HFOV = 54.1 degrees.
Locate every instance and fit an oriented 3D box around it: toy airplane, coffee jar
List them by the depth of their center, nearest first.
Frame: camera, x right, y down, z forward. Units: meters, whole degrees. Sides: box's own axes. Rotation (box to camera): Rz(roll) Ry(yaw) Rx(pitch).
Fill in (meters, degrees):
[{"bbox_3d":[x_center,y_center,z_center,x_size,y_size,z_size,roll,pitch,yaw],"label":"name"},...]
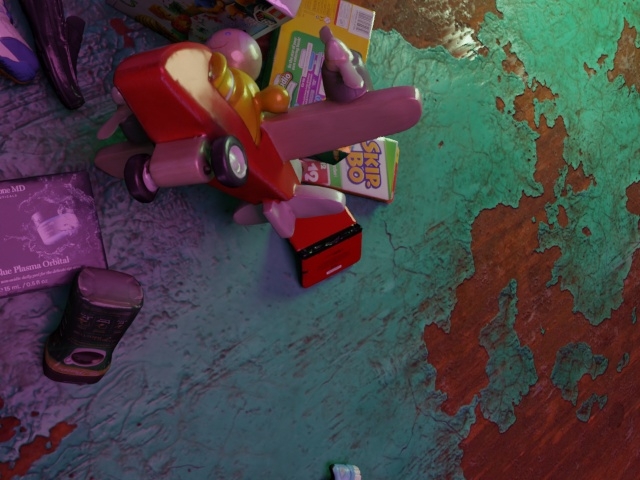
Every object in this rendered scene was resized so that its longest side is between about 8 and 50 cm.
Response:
[{"bbox_3d":[-0.106,-0.158,0.882,0.386,0.384,0.272,2,77,-23],"label":"toy airplane"},{"bbox_3d":[-0.330,0.128,0.897,0.096,0.079,0.184,15,124,-33],"label":"coffee jar"}]

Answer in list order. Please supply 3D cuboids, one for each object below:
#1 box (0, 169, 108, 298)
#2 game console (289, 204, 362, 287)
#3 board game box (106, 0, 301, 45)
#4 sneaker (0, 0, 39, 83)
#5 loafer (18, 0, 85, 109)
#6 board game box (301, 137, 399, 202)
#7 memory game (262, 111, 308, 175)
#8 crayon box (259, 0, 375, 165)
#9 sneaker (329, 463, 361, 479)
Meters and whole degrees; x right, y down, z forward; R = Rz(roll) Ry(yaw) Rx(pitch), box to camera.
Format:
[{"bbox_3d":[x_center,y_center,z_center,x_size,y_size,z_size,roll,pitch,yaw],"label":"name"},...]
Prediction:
[{"bbox_3d":[-0.402,-0.010,0.892,0.156,0.093,0.158,-13,96,-31],"label":"box"},{"bbox_3d":[0.000,0.000,1.184,0.144,0.085,0.124,-26,134,-28],"label":"game console"},{"bbox_3d":[-0.177,-0.352,0.901,0.193,0.305,0.053,25,80,-29],"label":"board game box"},{"bbox_3d":[-0.468,-0.357,0.838,0.131,0.112,0.296,-46,113,-23],"label":"sneaker"},{"bbox_3d":[-0.380,-0.304,0.911,0.078,0.076,0.223,-19,97,-22],"label":"loafer"},{"bbox_3d":[0.051,-0.154,1.204,0.259,0.039,0.124,11,84,-34],"label":"board game box"},{"bbox_3d":[-0.106,-0.141,1.046,0.186,0.186,0.012,31,31,-28],"label":"memory game"},{"bbox_3d":[-0.013,-0.291,1.103,0.165,0.081,0.278,14,79,-17],"label":"crayon box"},{"bbox_3d":[0.017,0.498,1.183,0.073,0.063,0.162,23,74,-12],"label":"sneaker"}]
